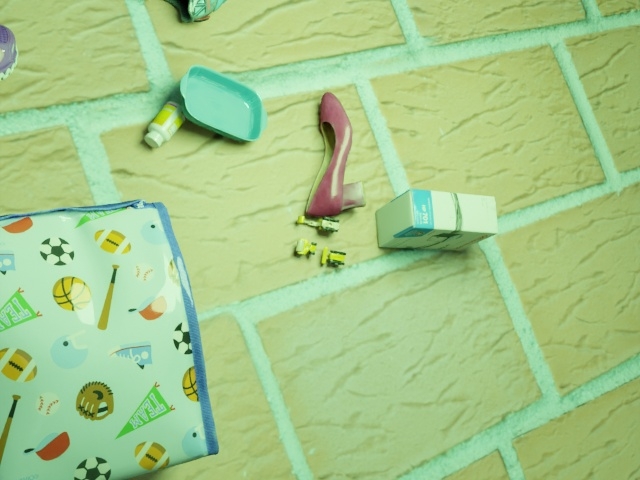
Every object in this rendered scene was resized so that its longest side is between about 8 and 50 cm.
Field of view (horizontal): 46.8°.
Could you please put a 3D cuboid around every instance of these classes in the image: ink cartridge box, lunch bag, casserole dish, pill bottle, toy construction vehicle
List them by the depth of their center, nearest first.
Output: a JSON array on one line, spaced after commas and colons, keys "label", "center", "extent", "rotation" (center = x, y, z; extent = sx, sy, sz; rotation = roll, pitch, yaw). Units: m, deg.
[{"label": "lunch bag", "center": [-0.352, 0.144, 1.061], "extent": [0.328, 0.239, 0.385], "rotation": [-10, 90, -29]}, {"label": "pill bottle", "center": [-0.274, -0.202, 1.301], "extent": [0.043, 0.043, 0.083], "rotation": [37, 64, -11]}, {"label": "casserole dish", "center": [-0.180, -0.242, 1.337], "extent": [0.188, 0.037, 0.114], "rotation": [18, 64, -37]}, {"label": "toy construction vehicle", "center": [0.000, 0.000, 1.380], "extent": [0.098, 0.035, 0.085], "rotation": [9, 83, -19]}, {"label": "ink cartridge box", "center": [0.223, -0.037, 1.427], "extent": [0.191, 0.140, 0.082], "rotation": [4, 73, -23]}]

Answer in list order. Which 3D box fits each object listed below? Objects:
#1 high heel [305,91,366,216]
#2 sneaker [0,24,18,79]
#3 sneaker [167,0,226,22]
[{"label": "high heel", "center": [0.004, -0.165, 1.409], "extent": [0.117, 0.082, 0.243], "rotation": [-10, 84, -17]}, {"label": "sneaker", "center": [-0.552, -0.288, 1.133], "extent": [0.095, 0.104, 0.236], "rotation": [24, 42, 5]}, {"label": "sneaker", "center": [-0.296, -0.505, 1.345], "extent": [0.262, 0.104, 0.125], "rotation": [39, 65, -10]}]
